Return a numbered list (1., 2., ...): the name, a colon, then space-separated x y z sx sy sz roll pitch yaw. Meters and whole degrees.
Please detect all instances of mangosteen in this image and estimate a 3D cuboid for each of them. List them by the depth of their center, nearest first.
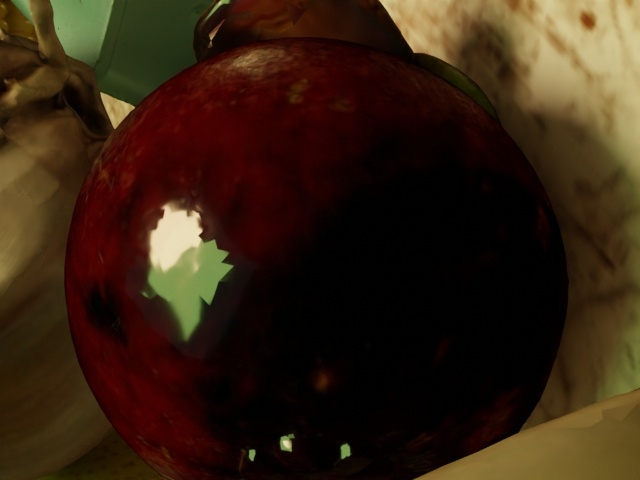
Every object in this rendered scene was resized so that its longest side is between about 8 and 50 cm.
1. mangosteen: 0.000 0.000 0.578 0.200 0.200 0.200 19 112 57

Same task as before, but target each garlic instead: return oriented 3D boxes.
1. garlic: -0.166 -0.029 0.617 0.207 0.207 0.257 42 140 49

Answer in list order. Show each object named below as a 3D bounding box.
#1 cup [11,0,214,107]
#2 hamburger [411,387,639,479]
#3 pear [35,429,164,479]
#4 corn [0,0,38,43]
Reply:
1. cup: -0.109 -0.162 0.755 0.236 0.134 0.148 54 171 31
2. hamburger: 0.043 0.157 0.397 0.170 0.302 0.302 62 145 20
3. pear: -0.098 0.162 0.727 0.209 0.209 0.209 19 112 57
4. corn: -0.201 -0.047 0.940 0.131 0.131 0.344 -27 73 58
